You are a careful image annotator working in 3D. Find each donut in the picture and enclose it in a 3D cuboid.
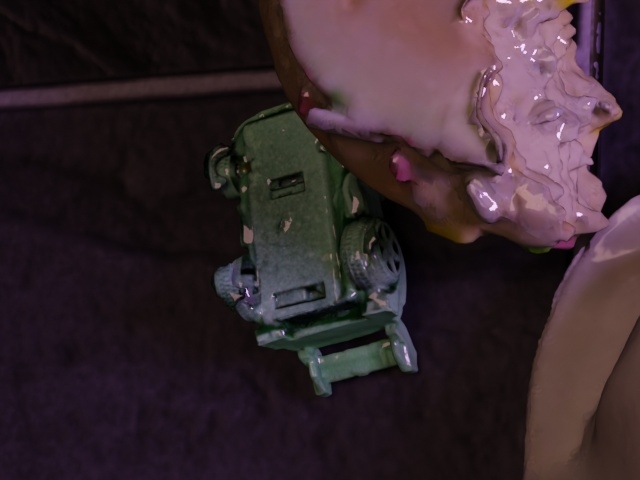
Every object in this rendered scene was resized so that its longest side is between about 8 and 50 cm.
[{"bbox_3d":[0.127,-0.186,0.989,0.371,0.150,0.307,-47,60,6],"label":"donut"}]

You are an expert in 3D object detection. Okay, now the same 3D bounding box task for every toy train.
[{"bbox_3d":[0.000,0.000,1.064,0.099,0.081,0.149,-18,66,23],"label":"toy train"}]

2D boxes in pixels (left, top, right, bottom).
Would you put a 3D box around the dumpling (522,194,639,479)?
[{"bbox_3d":[0.222,0.054,0.900,0.341,0.181,0.260,-56,35,22],"label":"dumpling"}]
